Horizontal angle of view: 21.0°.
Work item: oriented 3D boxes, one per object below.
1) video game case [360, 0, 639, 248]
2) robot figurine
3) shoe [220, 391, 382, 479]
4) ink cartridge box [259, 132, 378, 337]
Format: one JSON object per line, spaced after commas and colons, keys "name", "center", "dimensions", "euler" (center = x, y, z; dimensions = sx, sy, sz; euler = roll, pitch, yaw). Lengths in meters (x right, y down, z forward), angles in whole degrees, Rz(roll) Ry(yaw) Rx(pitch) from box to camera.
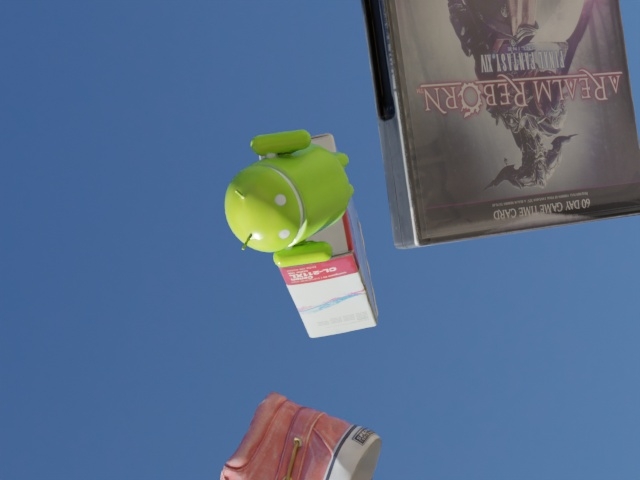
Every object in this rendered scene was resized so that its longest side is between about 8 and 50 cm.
{"name": "video game case", "center": [0.103, -0.141, 1.015], "dimensions": [0.196, 0.026, 0.274], "euler": [-8, -91, -38]}
{"name": "robot figurine", "center": [-0.024, -0.032, 1.275], "dimensions": [0.115, 0.067, 0.101], "euler": [-27, -66, -48]}
{"name": "shoe", "center": [-0.027, 0.187, 1.096], "dimensions": [0.063, 0.081, 0.178], "euler": [-13, -57, -67]}
{"name": "ink cartridge box", "center": [0.000, 0.000, 1.632], "dimensions": [0.175, 0.072, 0.127], "euler": [70, -172, -63]}
